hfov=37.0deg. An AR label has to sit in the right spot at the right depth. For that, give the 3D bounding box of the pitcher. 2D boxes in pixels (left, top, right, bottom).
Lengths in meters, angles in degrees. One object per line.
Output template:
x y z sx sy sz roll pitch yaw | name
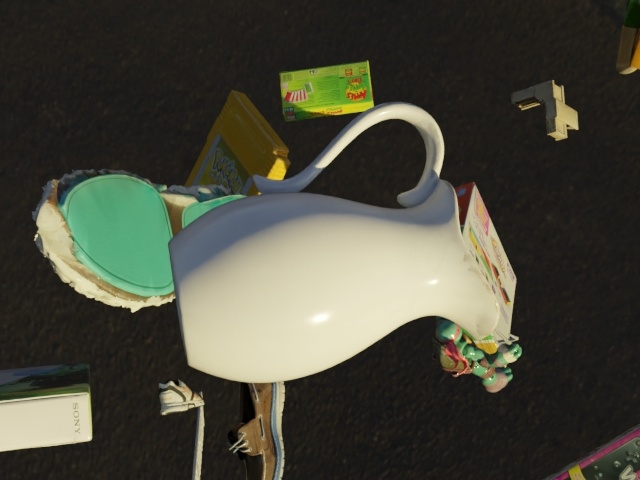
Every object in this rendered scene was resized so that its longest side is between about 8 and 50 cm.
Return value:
0.000 0.000 0.656 0.207 0.125 0.178 -10 79 -10 | pitcher

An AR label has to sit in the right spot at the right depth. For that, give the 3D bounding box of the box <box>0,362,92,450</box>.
-0.382 0.192 1.104 0.232 0.322 0.059 -4 91 -14 | box

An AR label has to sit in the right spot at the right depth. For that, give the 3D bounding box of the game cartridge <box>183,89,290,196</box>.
-0.200 -0.127 2.104 0.052 0.324 0.285 10 29 -37 | game cartridge

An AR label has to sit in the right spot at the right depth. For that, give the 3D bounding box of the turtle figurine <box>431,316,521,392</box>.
0.231 0.160 1.521 0.118 0.234 0.175 -36 56 -3 | turtle figurine

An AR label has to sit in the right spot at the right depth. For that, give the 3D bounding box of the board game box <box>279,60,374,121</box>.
0.012 -0.301 1.931 0.181 0.043 0.092 -7 74 5 | board game box

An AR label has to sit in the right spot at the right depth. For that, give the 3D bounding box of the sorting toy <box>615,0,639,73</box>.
0.346 -0.292 0.988 0.041 0.229 0.307 17 30 11 | sorting toy

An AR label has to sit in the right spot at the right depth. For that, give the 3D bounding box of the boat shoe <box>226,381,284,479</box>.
-0.092 0.266 1.288 0.066 0.066 0.183 18 55 -29 | boat shoe

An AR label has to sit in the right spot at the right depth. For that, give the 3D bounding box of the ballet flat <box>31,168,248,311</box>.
-0.196 0.009 1.044 0.147 0.147 0.409 40 14 19 | ballet flat

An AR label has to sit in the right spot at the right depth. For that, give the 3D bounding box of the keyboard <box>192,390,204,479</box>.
-0.188 0.341 1.456 0.014 0.072 0.256 4 33 -6 | keyboard

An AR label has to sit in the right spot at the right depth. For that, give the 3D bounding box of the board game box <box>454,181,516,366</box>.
0.293 0.064 1.823 0.064 0.242 0.316 -18 21 23 | board game box

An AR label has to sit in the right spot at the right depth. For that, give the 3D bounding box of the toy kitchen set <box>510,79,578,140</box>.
0.343 -0.187 1.462 0.068 0.075 0.083 16 68 -46 | toy kitchen set

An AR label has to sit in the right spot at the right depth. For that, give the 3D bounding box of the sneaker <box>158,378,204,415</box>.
-0.178 0.197 1.226 0.040 0.109 0.044 -14 82 6 | sneaker

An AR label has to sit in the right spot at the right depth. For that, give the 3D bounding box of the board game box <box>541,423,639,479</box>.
0.533 0.499 1.749 0.303 0.097 0.224 -28 73 -8 | board game box

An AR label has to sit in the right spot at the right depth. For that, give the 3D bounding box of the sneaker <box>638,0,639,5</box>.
0.202 -0.138 0.514 0.104 0.095 0.236 43 34 -28 | sneaker
